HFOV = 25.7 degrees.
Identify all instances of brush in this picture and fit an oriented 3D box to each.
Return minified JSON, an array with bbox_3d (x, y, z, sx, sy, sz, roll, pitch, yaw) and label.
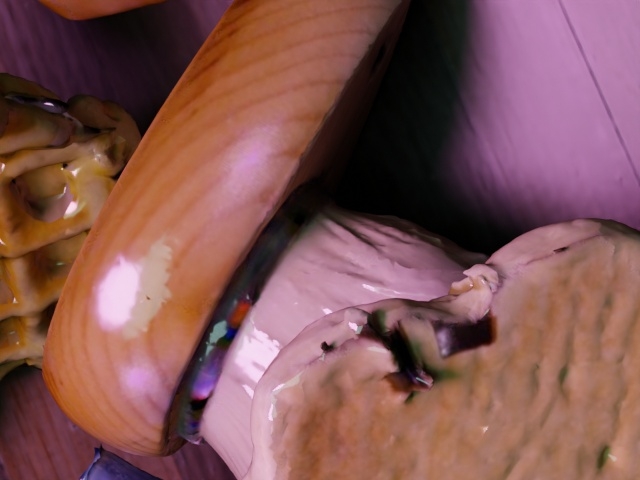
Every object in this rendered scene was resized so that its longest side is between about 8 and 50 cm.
[{"bbox_3d":[0.000,0.000,0.645,0.166,0.174,0.267,26,98,9],"label":"brush"}]

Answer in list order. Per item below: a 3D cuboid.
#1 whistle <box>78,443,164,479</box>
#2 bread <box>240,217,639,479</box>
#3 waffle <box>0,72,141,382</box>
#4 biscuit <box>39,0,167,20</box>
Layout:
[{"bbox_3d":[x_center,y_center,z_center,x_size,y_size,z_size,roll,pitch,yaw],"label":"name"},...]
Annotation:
[{"bbox_3d":[0.012,0.197,0.666,0.304,0.062,0.062,30,115,-5],"label":"whistle"},{"bbox_3d":[0.088,0.136,0.581,0.054,0.316,0.316,-139,53,-64],"label":"bread"},{"bbox_3d":[-0.236,0.011,0.694,0.297,0.317,0.073,-42,52,25],"label":"waffle"},{"bbox_3d":[-0.137,-0.224,0.655,0.236,0.062,0.291,-6,68,31],"label":"biscuit"}]
